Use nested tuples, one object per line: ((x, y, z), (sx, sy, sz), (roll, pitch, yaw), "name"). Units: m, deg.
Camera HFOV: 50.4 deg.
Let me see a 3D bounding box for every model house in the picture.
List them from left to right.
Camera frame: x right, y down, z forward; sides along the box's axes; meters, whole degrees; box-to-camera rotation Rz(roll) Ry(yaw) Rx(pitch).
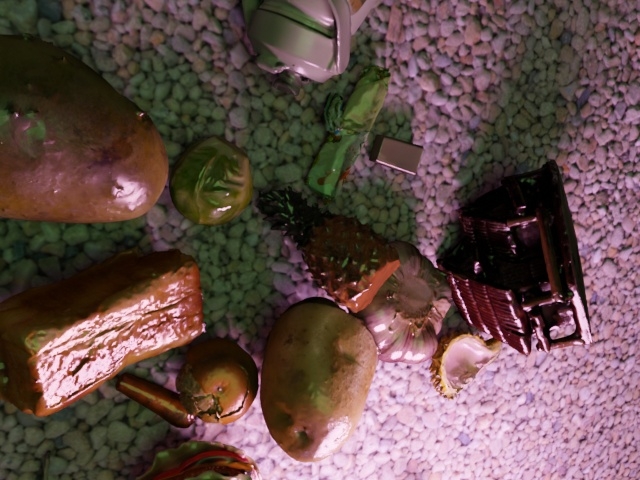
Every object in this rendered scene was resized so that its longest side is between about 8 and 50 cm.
((0.378, 0.048, 1.396), (0.283, 0.297, 0.317), (-12, 120, 24), "model house")

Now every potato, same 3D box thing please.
((-0.396, -0.157, 1.006), (0.359, 0.219, 0.269), (9, 107, -33), "potato")
((-0.013, 0.274, 1.238), (0.243, 0.242, 0.285), (0, 129, -25), "potato")

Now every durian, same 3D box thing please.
((0.315, 0.256, 1.508), (0.224, 0.078, 0.140), (-19, 97, -31), "durian")

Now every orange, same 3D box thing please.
((-0.188, 0.256, 1.240), (0.157, 0.134, 0.156), (0, 91, -4), "orange")

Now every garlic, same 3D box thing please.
((0.144, 0.128, 1.355), (0.245, 0.160, 0.244), (10, 69, -28), "garlic")

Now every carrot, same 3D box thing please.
((-0.299, 0.291, 1.246), (0.161, 0.055, 0.055), (36, 86, -20), "carrot")

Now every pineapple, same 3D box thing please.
((0.000, 0.000, 1.229), (0.279, 0.158, 0.158), (37, 84, 16), "pineapple")

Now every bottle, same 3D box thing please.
((-0.012, -0.419, 1.126), (0.229, 0.229, 0.351), (20, 101, -27), "bottle")

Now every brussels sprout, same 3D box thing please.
((-0.183, -0.098, 1.169), (0.155, 0.117, 0.155), (-6, 111, -16), "brussels sprout")

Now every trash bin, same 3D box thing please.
((0.149, -0.172, 1.347), (0.092, 0.043, 0.060), (15, 96, -23), "trash bin")

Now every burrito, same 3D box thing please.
((0.041, -0.210, 1.284), (0.104, 0.054, 0.288), (27, 92, -25), "burrito")

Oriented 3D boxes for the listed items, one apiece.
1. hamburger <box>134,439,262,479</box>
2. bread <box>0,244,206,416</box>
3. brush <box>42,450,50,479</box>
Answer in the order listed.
((-0.217, 0.496, 1.237), (0.275, 0.212, 0.274), (-5, 109, -16), "hamburger")
((-0.354, 0.132, 1.089), (0.344, 0.149, 0.195), (-25, 128, -42), "bread")
((-0.496, 0.460, 1.204), (0.030, 0.033, 0.178), (5, 100, -11), "brush")
